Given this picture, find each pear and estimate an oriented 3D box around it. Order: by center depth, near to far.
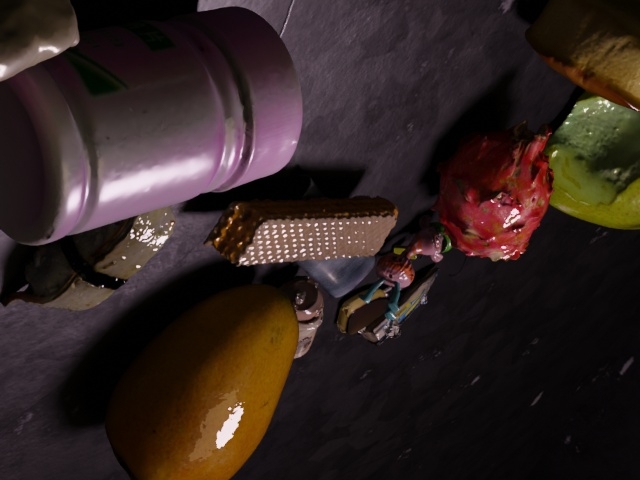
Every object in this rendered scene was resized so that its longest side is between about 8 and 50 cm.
[{"bbox_3d":[0.557,-0.128,2.446,0.286,0.282,0.176,-54,160,21],"label":"pear"}]

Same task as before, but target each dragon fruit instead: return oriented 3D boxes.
[{"bbox_3d":[0.298,-0.093,2.237,0.205,0.210,0.268,-75,-170,-52],"label":"dragon fruit"}]

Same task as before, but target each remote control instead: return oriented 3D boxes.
[{"bbox_3d":[0.000,0.000,2.126,0.107,0.044,0.377,-47,154,-2],"label":"remote control"}]

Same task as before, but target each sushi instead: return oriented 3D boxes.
[{"bbox_3d":[-0.288,0.020,1.681,0.273,0.109,0.134,-44,153,3],"label":"sushi"}]

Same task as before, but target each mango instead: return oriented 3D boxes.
[{"bbox_3d":[-0.174,0.227,2.040,0.378,0.221,0.264,-53,149,-3],"label":"mango"}]

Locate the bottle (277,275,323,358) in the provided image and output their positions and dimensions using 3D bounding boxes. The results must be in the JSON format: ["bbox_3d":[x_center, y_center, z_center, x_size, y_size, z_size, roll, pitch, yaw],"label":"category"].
[{"bbox_3d":[-0.041,0.118,2.183,0.099,0.099,0.152,-25,152,-32],"label":"bottle"}]

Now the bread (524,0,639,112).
[{"bbox_3d":[0.456,-0.300,2.076,0.270,0.270,0.148,-8,132,-50],"label":"bread"}]

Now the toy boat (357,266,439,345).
[{"bbox_3d":[0.155,0.121,2.510,0.210,0.066,0.084,-43,-171,-19],"label":"toy boat"}]

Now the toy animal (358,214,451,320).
[{"bbox_3d":[0.146,0.045,2.328,0.103,0.100,0.208,-15,-148,53],"label":"toy animal"}]

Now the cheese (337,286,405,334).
[{"bbox_3d":[0.102,0.110,2.441,0.162,0.036,0.086,-28,148,-28],"label":"cheese"}]

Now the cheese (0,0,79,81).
[{"bbox_3d":[-0.364,-0.235,1.170,0.248,0.251,0.173,-18,-170,42],"label":"cheese"}]

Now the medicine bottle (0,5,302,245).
[{"bbox_3d":[-0.206,-0.133,1.453,0.325,0.212,0.212,-20,146,-37],"label":"medicine bottle"}]

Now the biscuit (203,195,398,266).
[{"bbox_3d":[-0.013,-0.018,1.968,0.379,0.054,0.094,-3,133,-53],"label":"biscuit"}]
